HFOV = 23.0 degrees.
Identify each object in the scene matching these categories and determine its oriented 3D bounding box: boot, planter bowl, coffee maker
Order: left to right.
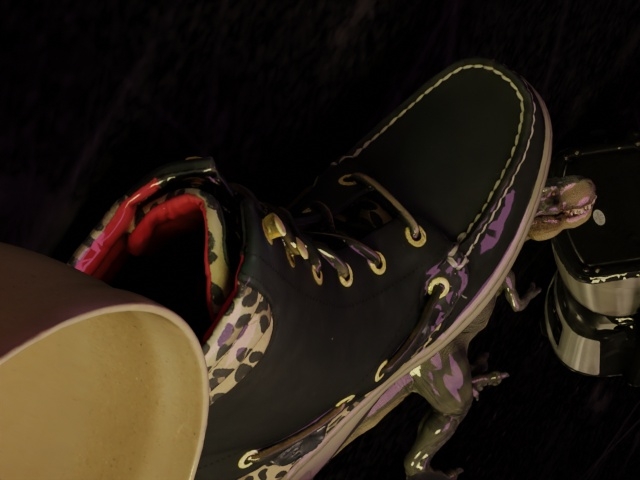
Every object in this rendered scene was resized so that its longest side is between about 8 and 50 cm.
[{"bbox_3d":[-0.121,0.063,0.407,0.162,0.109,0.162,-46,153,-32],"label":"planter bowl"},{"bbox_3d":[0.001,0.002,0.609,0.236,0.085,0.178,-51,158,-6],"label":"boot"},{"bbox_3d":[0.228,0.019,1.012,0.178,0.171,0.120,72,35,-63],"label":"coffee maker"}]

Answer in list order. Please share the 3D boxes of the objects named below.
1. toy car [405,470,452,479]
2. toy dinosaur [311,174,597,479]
[{"bbox_3d":[0.000,0.181,0.655,0.188,0.155,0.149,-32,161,-14],"label":"toy car"},{"bbox_3d":[0.064,0.075,0.877,0.268,0.064,0.118,-50,141,-23],"label":"toy dinosaur"}]
